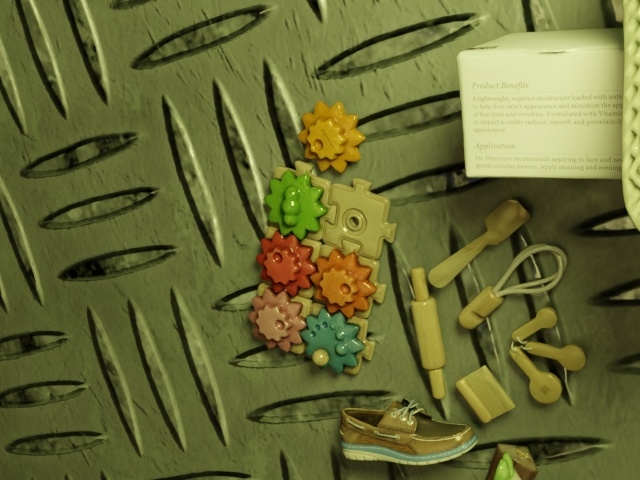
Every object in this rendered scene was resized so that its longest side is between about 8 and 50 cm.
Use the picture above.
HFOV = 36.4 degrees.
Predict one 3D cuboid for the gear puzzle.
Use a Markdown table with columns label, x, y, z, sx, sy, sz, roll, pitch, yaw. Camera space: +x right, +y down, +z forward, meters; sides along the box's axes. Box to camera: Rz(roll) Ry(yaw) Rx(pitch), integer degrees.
| label | x | y | z | sx | sy | sz | roll | pitch | yaw |
| --- | --- | --- | --- | --- | --- | --- | --- | --- | --- |
| gear puzzle | 0.000 | 0.000 | 1.173 | 0.176 | 0.044 | 0.338 | 19 | 113 | 23 |

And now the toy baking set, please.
| label | x | y | z | sx | sy | sz | roll | pitch | yaw |
| --- | --- | --- | --- | --- | --- | --- | --- | --- | --- |
| toy baking set | 0.194 | 0.083 | 1.105 | 0.197 | 0.030 | 0.256 | -10 | 100 | 28 |

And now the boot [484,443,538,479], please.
| label | x | y | z | sx | sy | sz | roll | pitch | yaw |
| --- | --- | --- | --- | --- | --- | --- | --- | --- | --- |
| boot | 0.236 | 0.303 | 1.145 | 0.106 | 0.037 | 0.114 | 30 | 113 | 16 |

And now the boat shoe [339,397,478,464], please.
| label | x | y | z | sx | sy | sz | roll | pitch | yaw |
| --- | --- | --- | --- | --- | --- | --- | --- | --- | --- |
| boat shoe | 0.099 | 0.229 | 1.177 | 0.183 | 0.066 | 0.066 | -9 | 99 | 31 |

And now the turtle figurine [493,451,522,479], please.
| label | x | y | z | sx | sy | sz | roll | pitch | yaw |
| --- | --- | --- | --- | --- | --- | --- | --- | --- | --- |
| turtle figurine | 0.300 | 0.311 | 1.009 | 0.266 | 0.274 | 0.197 | 19 | 76 | 16 |

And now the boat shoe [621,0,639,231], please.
| label | x | y | z | sx | sy | sz | roll | pitch | yaw |
| --- | --- | --- | --- | --- | --- | --- | --- | --- | --- |
| boat shoe | 0.337 | -0.212 | 0.737 | 0.187 | 0.156 | 0.500 | -21 | 57 | 61 |

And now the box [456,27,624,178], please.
| label | x | y | z | sx | sy | sz | roll | pitch | yaw |
| --- | --- | --- | --- | --- | --- | --- | --- | --- | --- |
| box | 0.245 | -0.134 | 0.917 | 0.181 | 0.182 | 0.119 | 3 | 108 | 29 |
